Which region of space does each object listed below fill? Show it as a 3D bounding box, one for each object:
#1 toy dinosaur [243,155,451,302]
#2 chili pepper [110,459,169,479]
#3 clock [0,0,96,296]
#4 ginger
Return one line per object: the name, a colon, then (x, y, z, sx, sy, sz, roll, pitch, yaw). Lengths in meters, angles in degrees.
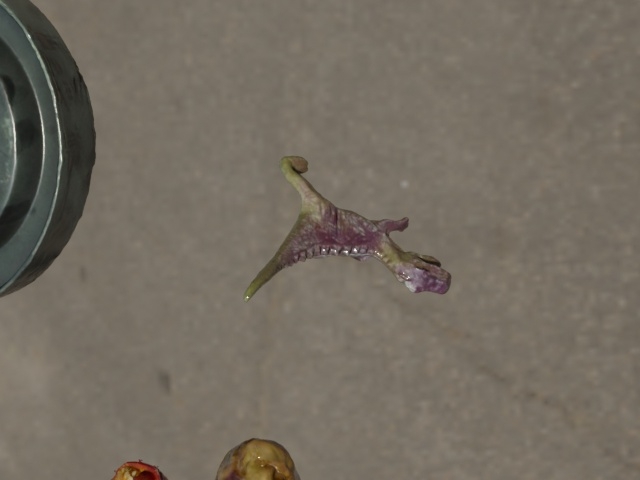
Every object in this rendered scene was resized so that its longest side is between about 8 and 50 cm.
toy dinosaur: (0.003, -0.004, 1.903, 0.072, 0.251, 0.200, -59, 40, 22)
chili pepper: (-0.216, 0.383, 2.558, 0.086, 0.084, 0.192, 49, 170, 49)
clock: (-0.301, -0.081, 1.474, 0.281, 0.055, 0.280, 4, 98, 30)
ginger: (-0.041, 0.382, 2.194, 0.321, 0.172, 0.165, 52, -170, -24)
